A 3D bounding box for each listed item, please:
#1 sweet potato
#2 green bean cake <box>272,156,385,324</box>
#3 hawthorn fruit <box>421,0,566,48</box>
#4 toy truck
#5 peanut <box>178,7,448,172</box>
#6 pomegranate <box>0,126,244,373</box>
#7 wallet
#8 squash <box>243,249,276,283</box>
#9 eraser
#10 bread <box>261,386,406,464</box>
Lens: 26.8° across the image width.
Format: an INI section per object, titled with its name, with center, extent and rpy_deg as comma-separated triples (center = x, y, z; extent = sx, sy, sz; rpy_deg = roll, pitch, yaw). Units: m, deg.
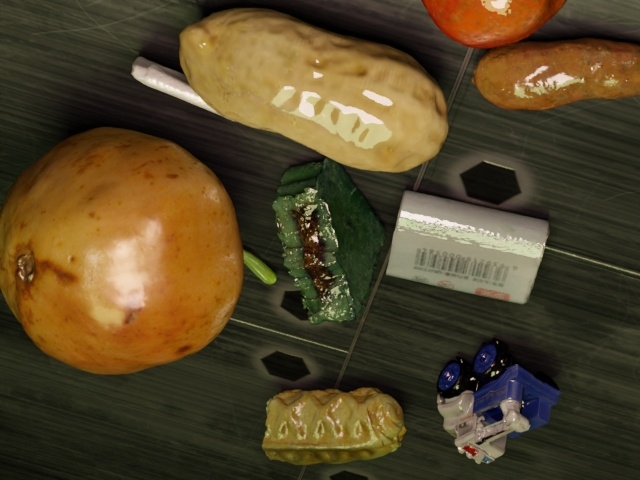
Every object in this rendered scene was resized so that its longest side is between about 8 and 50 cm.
[sweet potato]
center = 0.338, -0.217, 1.748
extent = 0.291, 0.097, 0.097
rpy_deg = 1, 140, 15
[green bean cake]
center = 0.000, 0.000, 2.048
extent = 0.107, 0.193, 0.208
rpy_deg = -5, 136, 31
[hawthorn fruit]
center = 0.205, -0.318, 1.612
extent = 0.189, 0.189, 0.189
rpy_deg = 9, 141, 7
[toy truck]
center = 0.302, 0.293, 2.316
extent = 0.161, 0.177, 0.213
rpy_deg = 32, 138, -22
[peanut]
center = -0.010, -0.210, 1.813
extent = 0.387, 0.192, 0.170
rpy_deg = 21, 97, 3
[pomegranate]
center = -0.285, 0.011, 2.037
extent = 0.410, 0.410, 0.410
rpy_deg = 9, 141, 7
[wallet]
center = -0.183, -0.216, 1.918
extent = 0.182, 0.124, 0.032
rpy_deg = 22, 100, -10
[squash]
center = -0.108, 0.043, 2.264
extent = 0.027, 0.027, 0.089
rpy_deg = -24, 122, 39
[eraser]
center = 0.225, 0.012, 2.075
extent = 0.227, 0.081, 0.174
rpy_deg = 13, 138, 4
[bread]
center = 0.030, 0.348, 2.513
extent = 0.267, 0.130, 0.152
rpy_deg = -5, 133, 22
